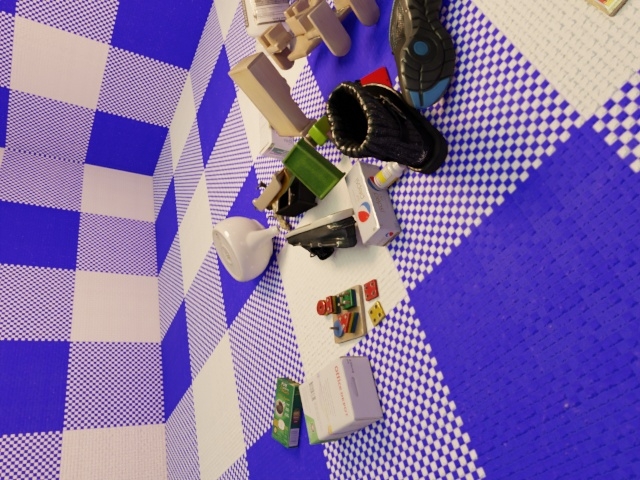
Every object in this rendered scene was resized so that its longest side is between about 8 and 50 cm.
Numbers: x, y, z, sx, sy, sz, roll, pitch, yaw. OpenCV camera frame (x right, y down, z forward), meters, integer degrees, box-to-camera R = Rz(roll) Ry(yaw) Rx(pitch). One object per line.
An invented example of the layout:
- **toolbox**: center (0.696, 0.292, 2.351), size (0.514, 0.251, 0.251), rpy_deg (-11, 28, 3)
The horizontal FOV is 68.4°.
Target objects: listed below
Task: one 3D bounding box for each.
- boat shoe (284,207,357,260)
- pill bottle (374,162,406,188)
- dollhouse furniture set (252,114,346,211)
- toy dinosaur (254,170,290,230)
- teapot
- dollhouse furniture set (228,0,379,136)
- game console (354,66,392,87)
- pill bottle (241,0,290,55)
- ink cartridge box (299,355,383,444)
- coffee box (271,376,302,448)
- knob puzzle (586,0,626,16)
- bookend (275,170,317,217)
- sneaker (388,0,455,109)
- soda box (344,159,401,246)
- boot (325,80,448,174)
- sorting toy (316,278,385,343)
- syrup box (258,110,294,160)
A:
- **boat shoe**: center (0.004, -0.001, 1.322), size (0.340, 0.127, 0.113), rpy_deg (-19, 92, 57)
- **pill bottle**: center (0.171, -0.164, 1.150), size (0.083, 0.043, 0.043), rpy_deg (-41, 49, 46)
- **dollhouse furniture set**: center (-0.043, -0.185, 1.376), size (0.301, 0.151, 0.198), rpy_deg (-44, 8, 44)
- **toy dinosaur**: center (-0.171, -0.144, 1.638), size (0.064, 0.118, 0.268), rpy_deg (-36, 53, 37)
- **teapot**: center (-0.258, 0.014, 1.692), size (0.256, 0.187, 0.253), rpy_deg (39, 146, 36)
- **dollhouse furniture set**: center (-0.037, -0.543, 1.429), size (0.394, 0.256, 0.362), rpy_deg (-49, 30, -12)
- **game console**: center (0.144, -0.373, 1.278), size (0.124, 0.085, 0.144), rpy_deg (89, 172, -61)
- **pill bottle**: center (-0.199, -0.851, 1.730), size (0.176, 0.176, 0.319), rpy_deg (32, 135, 57)
- **ink cartridge box**: center (0.045, 0.398, 1.172), size (0.212, 0.093, 0.154), rpy_deg (-50, 44, 43)
- **coffee box**: center (-0.100, 0.520, 1.430), size (0.113, 0.040, 0.184), rpy_deg (-4, 79, 58)
- **knob puzzle**: center (0.469, -0.486, 0.753), size (0.213, 0.029, 0.213), rpy_deg (-21, 65, 56)
- **bookend**: center (-0.080, -0.172, 1.539), size (0.157, 0.072, 0.156), rpy_deg (-19, 66, 55)
- **sneaker**: center (0.226, -0.447, 1.091), size (0.140, 0.124, 0.341), rpy_deg (129, 145, -72)
- **soda box**: center (0.127, -0.094, 1.182), size (0.074, 0.069, 0.216), rpy_deg (-49, 43, 43)
- **boot**: center (0.100, -0.280, 1.046), size (0.348, 0.260, 0.131), rpy_deg (49, 123, 41)
- **sorting toy**: center (0.064, 0.193, 1.237), size (0.274, 0.046, 0.132), rpy_deg (-33, 56, 51)
- **syrup box**: center (-0.163, -0.421, 1.718), size (0.096, 0.093, 0.237), rpy_deg (-35, 54, 50)
